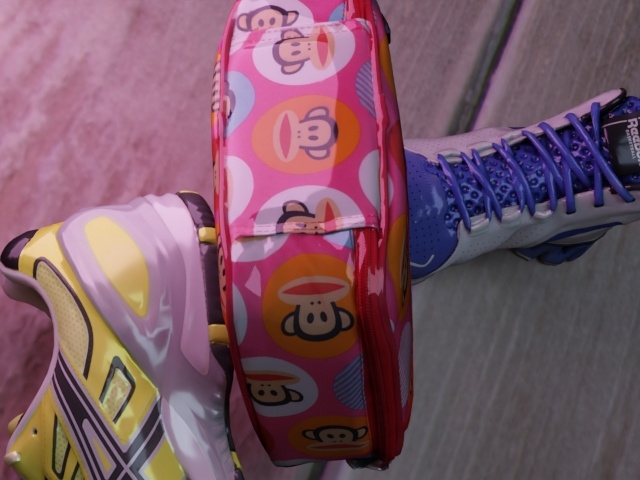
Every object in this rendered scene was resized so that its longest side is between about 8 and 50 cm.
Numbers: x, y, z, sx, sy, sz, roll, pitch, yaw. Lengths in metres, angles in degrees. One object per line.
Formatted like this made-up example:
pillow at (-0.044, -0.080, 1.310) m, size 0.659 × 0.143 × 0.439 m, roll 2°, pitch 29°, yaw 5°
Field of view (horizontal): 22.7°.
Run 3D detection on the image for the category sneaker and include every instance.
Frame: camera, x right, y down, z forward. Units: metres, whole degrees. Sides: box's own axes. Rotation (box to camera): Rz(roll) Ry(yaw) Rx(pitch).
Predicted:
sneaker at (-0.120, 0.164, 1.008) m, size 0.147 × 0.145 × 0.384 m, roll -5°, pitch 75°, yaw -7°
sneaker at (0.169, -0.056, 1.279) m, size 0.315 × 0.182 × 0.127 m, roll -5°, pitch 73°, yaw -40°

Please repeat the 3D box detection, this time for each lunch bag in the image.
lunch bag at (0.000, 0.000, 1.060) m, size 0.120 × 0.258 × 0.293 m, roll -3°, pitch 54°, yaw 4°
